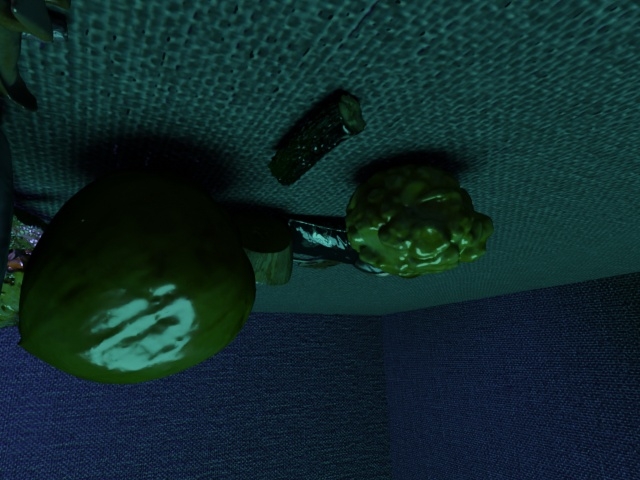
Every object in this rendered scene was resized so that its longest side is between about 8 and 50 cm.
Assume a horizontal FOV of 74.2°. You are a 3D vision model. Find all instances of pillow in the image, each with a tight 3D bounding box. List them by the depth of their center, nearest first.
[{"bbox_3d":[0.000,0.000,0.986,0.208,0.055,0.141,11,149,-7],"label":"pillow"}]

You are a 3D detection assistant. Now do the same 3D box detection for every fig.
[{"bbox_3d":[-0.279,0.062,0.662,0.344,0.343,0.343,-2,164,0],"label":"fig"}]

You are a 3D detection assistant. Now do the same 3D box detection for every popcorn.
[{"bbox_3d":[0.159,-0.029,0.721,0.235,0.181,0.217,3,166,1],"label":"popcorn"}]

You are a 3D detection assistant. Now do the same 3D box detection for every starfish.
[{"bbox_3d":[-0.580,-0.030,0.781,0.312,0.113,0.303,6,162,5],"label":"starfish"}]

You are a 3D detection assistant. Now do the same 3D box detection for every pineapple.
[{"bbox_3d":[-0.716,0.048,0.999,0.286,0.209,0.344,30,-170,23],"label":"pineapple"}]

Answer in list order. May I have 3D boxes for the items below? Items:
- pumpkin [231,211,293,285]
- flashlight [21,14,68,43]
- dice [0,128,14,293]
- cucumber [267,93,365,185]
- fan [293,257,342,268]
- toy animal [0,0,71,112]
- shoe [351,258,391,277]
[{"bbox_3d":[-0.139,0.000,0.895,0.217,0.217,0.110,12,121,-40],"label":"pumpkin"},{"bbox_3d":[-0.281,-0.191,0.367,0.110,0.031,0.052,-1,129,-22],"label":"flashlight"},{"bbox_3d":[-0.545,-0.006,0.428,0.328,0.330,0.348,-16,156,39],"label":"dice"},{"bbox_3d":[-0.012,-0.129,0.571,0.058,0.058,0.187,7,162,-30],"label":"cucumber"},{"bbox_3d":[-0.033,0.071,1.376,0.227,0.008,0.153,11,161,-42],"label":"fan"},{"bbox_3d":[-0.283,-0.174,0.306,0.179,0.089,0.188,6,144,-10],"label":"toy animal"},{"bbox_3d":[0.201,0.023,1.029,0.291,0.114,0.137,-8,169,12],"label":"shoe"}]
